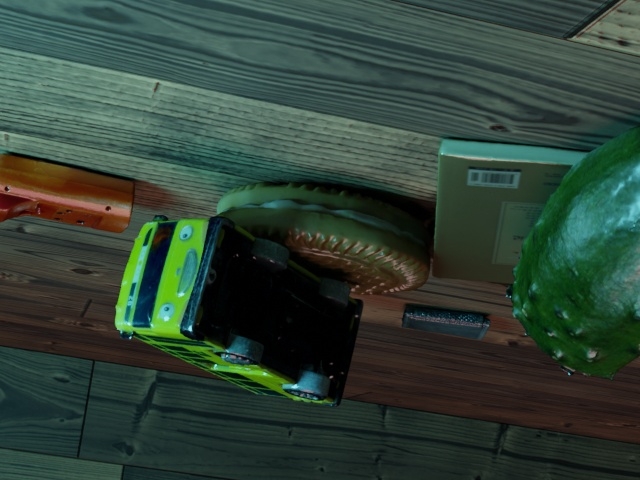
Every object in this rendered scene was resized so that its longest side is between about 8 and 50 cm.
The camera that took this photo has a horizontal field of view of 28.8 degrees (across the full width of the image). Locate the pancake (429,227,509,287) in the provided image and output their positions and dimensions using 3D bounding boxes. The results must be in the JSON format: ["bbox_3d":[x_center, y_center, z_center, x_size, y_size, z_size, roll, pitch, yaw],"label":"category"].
[{"bbox_3d":[0.252,0.018,1.395,0.288,0.033,0.286,17,162,-38],"label":"pancake"}]

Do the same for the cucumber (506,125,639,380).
[{"bbox_3d":[0.245,0.009,1.052,0.105,0.145,0.325,4,155,-9],"label":"cucumber"}]

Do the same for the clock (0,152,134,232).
[{"bbox_3d":[-0.286,-0.044,1.367,0.155,0.061,0.113,10,167,-19],"label":"clock"}]

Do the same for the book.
[{"bbox_3d":[0.217,-0.014,1.200,0.216,0.021,0.310,5,159,6],"label":"book"}]

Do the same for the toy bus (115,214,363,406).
[{"bbox_3d":[-0.082,0.074,1.265,0.150,0.128,0.262,2,160,36],"label":"toy bus"}]

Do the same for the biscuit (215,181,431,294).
[{"bbox_3d":[0.000,0.000,1.343,0.259,0.079,0.259,8,167,2],"label":"biscuit"}]

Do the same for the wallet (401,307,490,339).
[{"bbox_3d":[0.189,0.122,1.890,0.129,0.026,0.088,8,163,2],"label":"wallet"}]
